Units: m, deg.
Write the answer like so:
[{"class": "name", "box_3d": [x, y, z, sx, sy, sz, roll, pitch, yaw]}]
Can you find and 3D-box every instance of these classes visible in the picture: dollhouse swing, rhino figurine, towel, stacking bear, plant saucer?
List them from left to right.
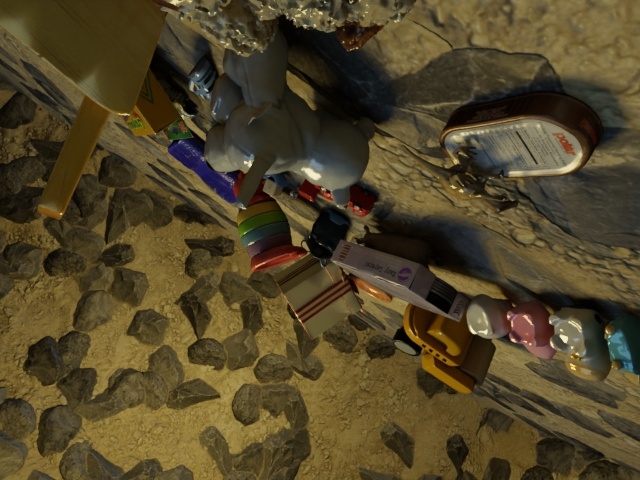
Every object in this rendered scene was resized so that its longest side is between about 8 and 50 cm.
[{"class": "dollhouse swing", "box_3d": [-0.349, -0.261, 0.487, 0.315, 0.305, 0.347, 42, -165, -38]}, {"class": "towel", "box_3d": [-0.376, -0.239, 1.400, 0.308, 0.076, 0.227, 39, 166, -24]}, {"class": "stacking bear", "box_3d": [-0.174, -0.069, 1.220, 0.175, 0.164, 0.289, 16, -126, -75]}, {"class": "plant saucer", "box_3d": [0.201, 0.178, 1.611, 0.200, 0.037, 0.200, 31, 167, 8]}, {"class": "rhino figurine", "box_3d": [0.179, 0.017, 1.009, 0.243, 0.073, 0.106, 18, 166, 41]}]

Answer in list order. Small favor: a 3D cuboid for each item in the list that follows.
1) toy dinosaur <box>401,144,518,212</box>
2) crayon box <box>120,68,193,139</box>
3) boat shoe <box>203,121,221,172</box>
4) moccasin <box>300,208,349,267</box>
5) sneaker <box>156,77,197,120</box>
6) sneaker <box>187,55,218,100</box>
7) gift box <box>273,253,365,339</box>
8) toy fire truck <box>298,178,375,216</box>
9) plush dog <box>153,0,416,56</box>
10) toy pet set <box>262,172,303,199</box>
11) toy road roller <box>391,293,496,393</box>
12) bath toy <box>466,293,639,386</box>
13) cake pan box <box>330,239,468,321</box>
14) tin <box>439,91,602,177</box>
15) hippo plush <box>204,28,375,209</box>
[{"class": "toy dinosaur", "box_3d": [0.183, -0.083, 0.549, 0.183, 0.053, 0.092, 32, 169, 8]}, {"class": "crayon box", "box_3d": [-0.449, -0.360, 0.956, 0.202, 0.081, 0.318, 15, 142, 53]}, {"class": "boat shoe", "box_3d": [-0.247, -0.229, 1.050, 0.127, 0.113, 0.340, 38, 166, -22]}, {"class": "moccasin", "box_3d": [0.000, 0.000, 1.274, 0.137, 0.117, 0.342, 31, 167, 9]}, {"class": "sneaker", "box_3d": [-0.361, -0.359, 1.023, 0.058, 0.052, 0.135, 9, 161, 37]}, {"class": "sneaker", "box_3d": [-0.230, -0.323, 0.821, 0.059, 0.053, 0.144, 38, 175, -14]}, {"class": "gift box", "box_3d": [0.007, 0.196, 1.535, 0.255, 0.258, 0.276, 61, 171, -23]}, {"class": "toy fire truck", "box_3d": [0.036, -0.107, 0.965, 0.192, 0.047, 0.135, 30, 167, 11]}, {"class": "plush dog", "box_3d": [-0.013, -0.261, 0.352, 0.225, 0.211, 0.262, 20, -164, -4]}, {"class": "toy pet set", "box_3d": [-0.112, -0.165, 1.133, 0.122, 0.065, 0.114, 31, -158, 24]}, {"class": "toy road roller", "box_3d": [0.397, 0.287, 1.209, 0.329, 0.202, 0.240, 35, 156, -2]}, {"class": "bath toy", "box_3d": [0.474, 0.188, 0.847, 0.348, 0.129, 0.151, 5, 105, 60]}, {"class": "cake pan box", "box_3d": [0.192, 0.098, 0.985, 0.245, 0.070, 0.267, 29, 173, -39]}, {"class": "tin", "box_3d": [0.231, -0.120, 0.496, 0.106, 0.040, 0.189, 36, 167, -29]}, {"class": "hippo plush", "box_3d": [-0.029, -0.184, 0.630, 0.236, 0.234, 0.294, 6, -163, -28]}]
